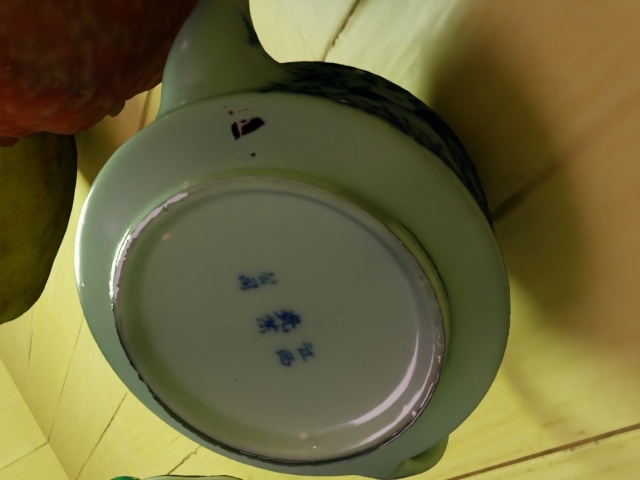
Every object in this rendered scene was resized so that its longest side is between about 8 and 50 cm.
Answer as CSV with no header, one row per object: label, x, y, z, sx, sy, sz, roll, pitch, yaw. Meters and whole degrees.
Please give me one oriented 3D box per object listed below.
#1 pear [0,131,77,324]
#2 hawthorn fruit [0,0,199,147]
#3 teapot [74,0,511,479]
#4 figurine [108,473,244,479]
pear,-0.319,-0.075,0.918,0.269,0.269,0.321,-28,79,69
hawthorn fruit,-0.145,-0.166,0.485,0.205,0.205,0.253,16,127,61
teapot,0.000,0.000,0.468,0.159,0.159,0.232,19,138,60
figurine,-0.108,0.289,0.858,0.340,0.323,0.231,178,68,-82
